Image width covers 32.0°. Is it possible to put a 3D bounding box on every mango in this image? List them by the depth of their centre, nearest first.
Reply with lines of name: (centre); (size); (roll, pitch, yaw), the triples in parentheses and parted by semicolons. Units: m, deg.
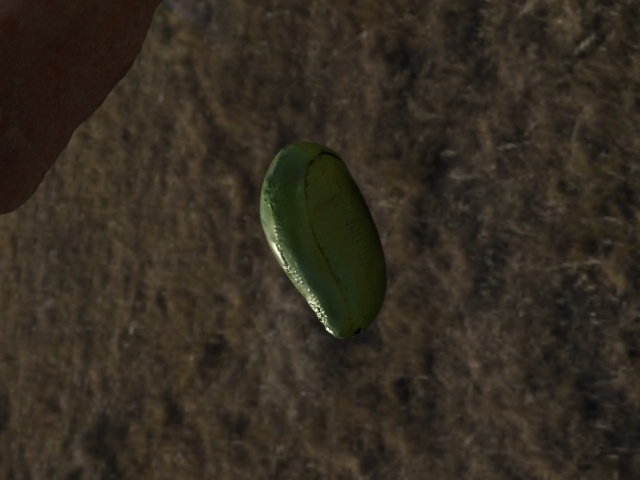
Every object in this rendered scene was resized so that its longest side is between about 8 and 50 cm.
mango: (0.000, 0.000, 0.911); (0.074, 0.091, 0.165); (-7, 100, 61)

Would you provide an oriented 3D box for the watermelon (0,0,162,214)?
watermelon: (-0.180, -0.159, 0.436); (0.292, 0.250, 0.283); (-42, 69, 16)
